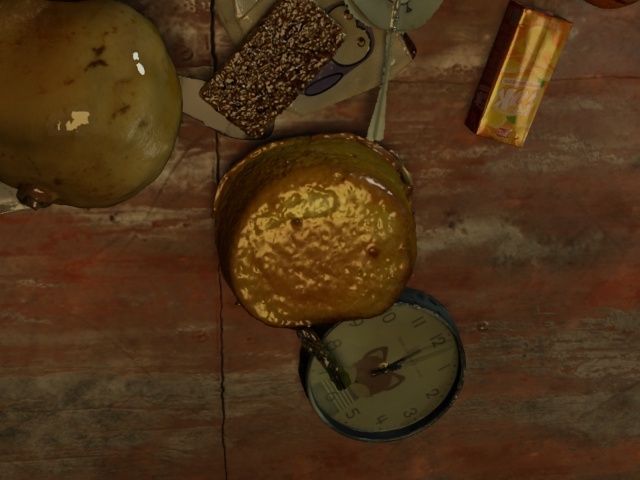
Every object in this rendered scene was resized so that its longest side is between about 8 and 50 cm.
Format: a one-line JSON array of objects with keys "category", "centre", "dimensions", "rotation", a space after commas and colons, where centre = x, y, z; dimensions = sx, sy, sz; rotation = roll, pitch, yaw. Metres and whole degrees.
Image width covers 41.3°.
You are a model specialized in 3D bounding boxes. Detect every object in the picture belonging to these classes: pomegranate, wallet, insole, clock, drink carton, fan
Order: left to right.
[{"category": "pomegranate", "centre": [-0.364, -0.198, 1.225], "dimensions": [0.332, 0.332, 0.333], "rotation": [-3, 114, -8]}, {"category": "insole", "centre": [-0.194, -0.230, 1.409], "dimensions": [0.253, 0.005, 0.086], "rotation": [18, 109, -17]}, {"category": "wallet", "centre": [-0.010, -0.363, 1.345], "dimensions": [0.274, 0.068, 0.335], "rotation": [-31, 116, 3]}, {"category": "clock", "centre": [0.120, 0.244, 1.637], "dimensions": [0.325, 0.067, 0.325], "rotation": [-3, 114, -7]}, {"category": "fan", "centre": [0.119, -0.359, 1.349], "dimensions": [0.233, 0.012, 0.415], "rotation": [-6, 112, -27]}, {"category": "drink carton", "centre": [0.331, -0.279, 1.435], "dimensions": [0.096, 0.071, 0.223], "rotation": [12, 112, -14]}]

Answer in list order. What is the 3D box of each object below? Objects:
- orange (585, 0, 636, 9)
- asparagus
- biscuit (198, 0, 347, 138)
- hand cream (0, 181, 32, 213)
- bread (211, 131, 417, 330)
[{"category": "orange", "centre": [0.459, -0.457, 1.314], "dimensions": [0.161, 0.193, 0.193], "rotation": [0, 115, -25]}, {"category": "asparagus", "centre": [0.003, 0.210, 1.552], "dimensions": [0.036, 0.030, 0.165], "rotation": [-31, 114, 17]}, {"category": "biscuit", "centre": [-0.072, -0.274, 1.323], "dimensions": [0.131, 0.025, 0.231], "rotation": [35, 103, -30]}, {"category": "hand cream", "centre": [-0.541, -0.188, 1.348], "dimensions": [0.121, 0.076, 0.336], "rotation": [-10, 121, -2]}, {"category": "bread", "centre": [0.003, -0.001, 1.437], "dimensions": [0.358, 0.204, 0.337], "rotation": [-10, 120, -6]}]
